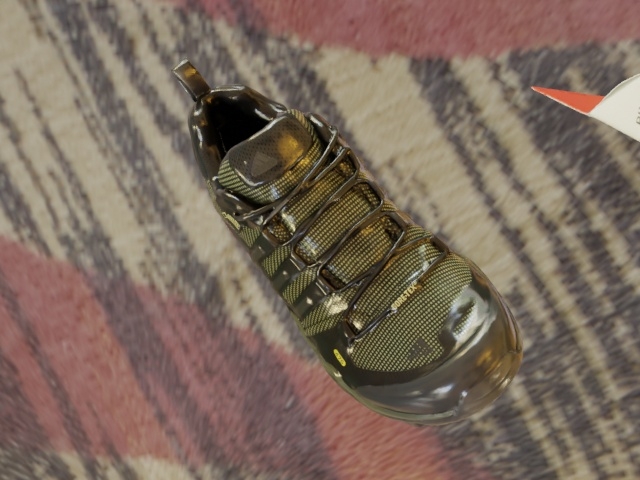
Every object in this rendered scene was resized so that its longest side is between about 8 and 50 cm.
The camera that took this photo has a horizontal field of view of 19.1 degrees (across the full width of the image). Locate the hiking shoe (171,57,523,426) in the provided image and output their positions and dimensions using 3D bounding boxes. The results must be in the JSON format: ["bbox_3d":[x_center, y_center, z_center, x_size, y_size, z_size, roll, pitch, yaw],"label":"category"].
[{"bbox_3d":[0.000,0.000,0.875,0.086,0.114,0.227,-47,47,-3],"label":"hiking shoe"}]

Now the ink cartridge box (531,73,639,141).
[{"bbox_3d":[0.262,-0.077,1.140,0.189,0.232,0.066,6,110,-24],"label":"ink cartridge box"}]
